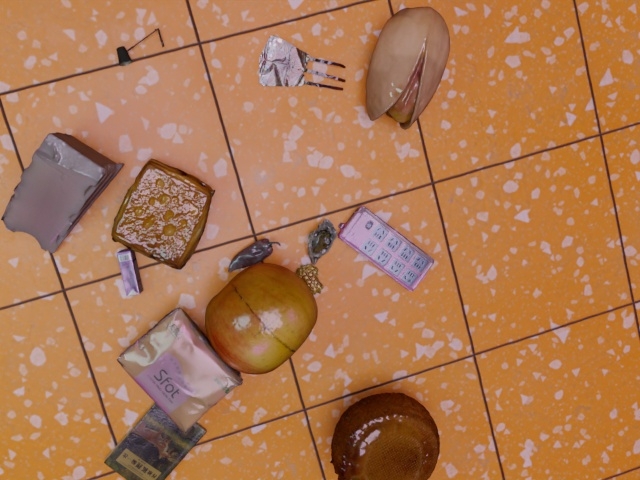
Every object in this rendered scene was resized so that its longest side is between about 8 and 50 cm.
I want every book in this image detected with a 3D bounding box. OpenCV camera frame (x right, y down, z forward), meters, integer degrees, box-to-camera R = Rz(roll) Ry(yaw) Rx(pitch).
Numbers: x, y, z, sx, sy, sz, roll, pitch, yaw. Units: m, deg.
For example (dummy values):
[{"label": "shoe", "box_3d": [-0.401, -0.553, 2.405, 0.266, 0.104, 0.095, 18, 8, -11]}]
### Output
[{"label": "book", "box_3d": [-0.434, 0.541, 1.838, 0.160, 0.024, 0.228, 42, 89, -14]}]

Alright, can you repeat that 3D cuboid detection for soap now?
[{"label": "soap", "box_3d": [-0.618, -0.099, 1.606, 0.159, 0.258, 0.302, 37, 91, -13]}]

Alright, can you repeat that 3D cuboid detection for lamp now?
[{"label": "lamp", "box_3d": [-0.442, -0.472, 1.701, 0.121, 0.041, 0.054, -21, 91, -2]}]

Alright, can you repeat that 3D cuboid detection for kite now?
[{"label": "kite", "box_3d": [-0.043, -0.442, 1.779, 0.229, 0.016, 0.127, 8, 99, -10]}]

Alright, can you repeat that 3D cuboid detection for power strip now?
[{"label": "power strip", "box_3d": [0.176, 0.022, 1.862, 0.278, 0.037, 0.109, 36, 91, -12]}]

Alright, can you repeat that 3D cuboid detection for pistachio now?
[{"label": "pistachio", "box_3d": [0.219, -0.431, 1.737, 0.187, 0.187, 0.299, 14, 99, -11]}]

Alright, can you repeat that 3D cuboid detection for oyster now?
[{"label": "oyster", "box_3d": [0.000, 0.001, 1.840, 0.100, 0.037, 0.098, -35, 121, -24]}]

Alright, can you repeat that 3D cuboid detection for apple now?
[{"label": "apple", "box_3d": [-0.148, 0.188, 1.712, 0.233, 0.286, 0.286, 45, 89, -2]}]

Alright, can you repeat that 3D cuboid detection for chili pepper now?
[{"label": "chili pepper", "box_3d": [-0.175, 0.037, 1.806, 0.153, 0.041, 0.050, -31, 81, 12]}]

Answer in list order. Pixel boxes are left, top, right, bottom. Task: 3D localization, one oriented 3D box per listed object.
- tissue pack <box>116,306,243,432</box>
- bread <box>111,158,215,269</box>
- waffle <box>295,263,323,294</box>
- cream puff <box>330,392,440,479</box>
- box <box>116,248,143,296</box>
[{"label": "tissue pack", "box_3d": [-0.353, 0.323, 1.774, 0.215, 0.123, 0.257, -41, 94, 0]}, {"label": "bread", "box_3d": [-0.385, -0.067, 1.733, 0.210, 0.099, 0.235, 26, 98, -9]}, {"label": "waffle", "box_3d": [-0.032, 0.104, 1.850, 0.078, 0.016, 0.085, -4, 97, -9]}, {"label": "cream puff", "box_3d": [0.165, 0.536, 1.843, 0.302, 0.212, 0.303, -3, 100, -18]}, {"label": "box", "box_3d": [-0.479, 0.080, 1.756, 0.036, 0.050, 0.117, -11, 100, 0]}]
